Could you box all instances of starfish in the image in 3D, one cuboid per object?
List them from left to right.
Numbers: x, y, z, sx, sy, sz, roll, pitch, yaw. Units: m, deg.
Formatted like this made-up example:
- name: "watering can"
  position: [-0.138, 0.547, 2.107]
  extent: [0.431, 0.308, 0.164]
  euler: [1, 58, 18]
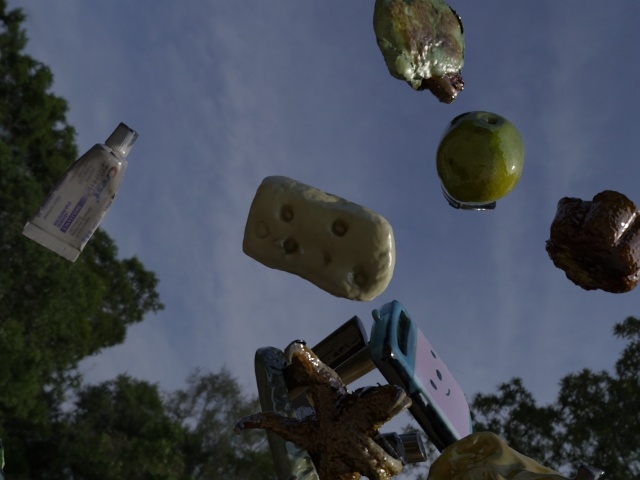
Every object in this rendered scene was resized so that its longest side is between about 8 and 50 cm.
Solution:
- name: "starfish"
  position: [0.010, 0.163, 0.531]
  extent: [0.190, 0.074, 0.146]
  euler: [-46, -113, 33]

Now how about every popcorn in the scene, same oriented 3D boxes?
- name: "popcorn"
  position: [0.281, 0.408, 0.792]
  extent: [0.297, 0.316, 0.281]
  euler: [28, -74, -15]

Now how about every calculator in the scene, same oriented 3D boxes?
- name: "calculator"
  position: [0.170, 0.229, 0.998]
  extent: [0.051, 0.173, 0.293]
  euler: [-30, -76, 23]

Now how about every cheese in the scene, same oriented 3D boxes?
- name: "cheese"
  position: [0.000, 0.000, 0.974]
  extent: [0.263, 0.093, 0.159]
  euler: [21, -76, 11]

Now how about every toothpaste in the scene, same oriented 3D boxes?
- name: "toothpaste"
  position: [-0.447, -0.105, 1.133]
  extent: [0.099, 0.282, 0.068]
  euler: [28, -12, 16]

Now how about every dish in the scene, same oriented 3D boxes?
- name: "dish"
  position: [0.373, -0.137, 1.548]
  extent: [0.191, 0.190, 0.066]
  euler: [52, -45, 7]

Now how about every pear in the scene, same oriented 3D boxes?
- name: "pear"
  position: [0.287, -0.136, 1.106]
  extent: [0.166, 0.180, 0.216]
  euler: [10, -50, -8]

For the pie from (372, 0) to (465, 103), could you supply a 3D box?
- name: "pie"
  position: [0.234, -0.472, 1.368]
  extent: [0.105, 0.274, 0.257]
  euler: [-7, -108, 54]

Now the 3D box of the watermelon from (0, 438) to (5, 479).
- name: "watermelon"
  position: [-0.404, 0.308, 0.631]
  extent: [0.092, 0.075, 0.181]
  euler: [38, -81, 27]

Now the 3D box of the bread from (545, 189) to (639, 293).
- name: "bread"
  position: [0.633, 0.011, 1.343]
  extent: [0.247, 0.135, 0.232]
  euler: [52, -25, -17]

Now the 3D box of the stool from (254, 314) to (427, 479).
- name: "stool"
  position: [0.044, 0.335, 1.132]
  extent: [0.226, 0.310, 0.310]
  euler: [-22, -114, 12]
